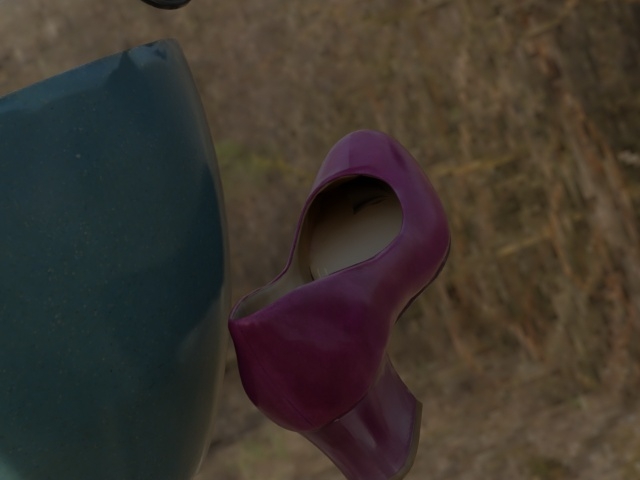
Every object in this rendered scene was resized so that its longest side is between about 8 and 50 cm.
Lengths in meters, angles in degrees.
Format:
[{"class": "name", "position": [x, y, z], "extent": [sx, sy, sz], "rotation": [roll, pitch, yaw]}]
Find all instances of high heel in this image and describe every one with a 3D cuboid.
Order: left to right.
[{"class": "high heel", "position": [0.000, 0.000, 0.883], "extent": [0.082, 0.117, 0.244], "rotation": [-20, 37, 25]}]

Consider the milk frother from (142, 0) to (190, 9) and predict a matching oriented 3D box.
[{"class": "milk frother", "position": [-0.073, -0.225, 1.050], "extent": [0.129, 0.143, 0.135], "rotation": [-17, -17, -26]}]

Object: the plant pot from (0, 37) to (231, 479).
[{"class": "plant pot", "position": [-0.159, 0.052, 0.893], "extent": [0.290, 0.195, 0.290], "rotation": [-25, 3, 1]}]
